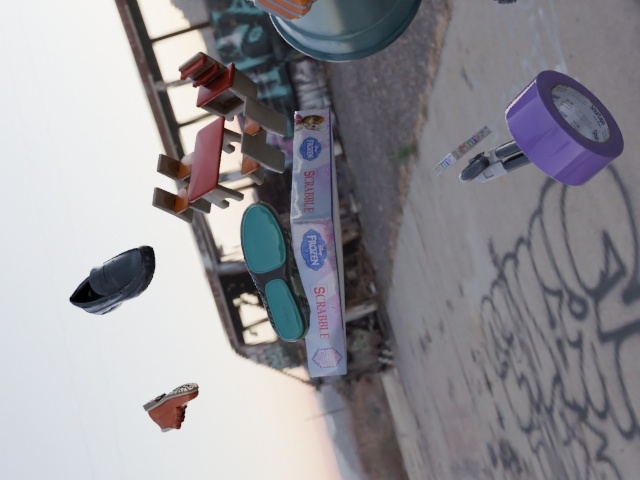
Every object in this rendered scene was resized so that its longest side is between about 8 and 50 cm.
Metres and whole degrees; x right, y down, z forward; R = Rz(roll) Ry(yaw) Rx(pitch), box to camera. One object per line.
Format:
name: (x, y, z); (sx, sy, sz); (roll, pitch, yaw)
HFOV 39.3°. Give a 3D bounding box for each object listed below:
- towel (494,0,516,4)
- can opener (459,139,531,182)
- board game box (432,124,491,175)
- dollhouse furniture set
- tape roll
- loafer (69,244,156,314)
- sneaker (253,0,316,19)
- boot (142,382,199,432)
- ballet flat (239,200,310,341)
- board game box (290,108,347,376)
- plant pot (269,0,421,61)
towel: (0.309, -0.610, 1.720); (0.284, 0.235, 0.121); (38, 142, -6)
can opener: (0.464, -0.199, 2.255); (0.076, 0.095, 0.283); (55, 148, -8)
board game box: (0.377, -0.239, 2.390); (0.026, 0.154, 0.103); (51, 152, 3)
dollhouse furniture set: (-0.196, -0.190, 1.595); (0.135, 0.262, 0.259); (26, -127, -37)
tape roll: (0.406, -0.187, 1.491); (0.080, 0.189, 0.189); (-46, 48, 39)
loafer: (-0.353, 0.070, 1.521); (0.078, 0.223, 0.076); (8, -120, -39)
sneaker: (-0.119, -0.470, 1.325); (0.321, 0.180, 0.124); (31, 159, -4)
boot: (-0.304, 0.358, 1.918); (0.059, 0.158, 0.084); (-27, -93, -56)
ballet flat: (-0.058, 0.039, 1.173); (0.070, 0.070, 0.188); (-107, 4, -85)
board game box: (0.000, 0.000, 1.478); (0.318, 0.066, 0.318); (-90, -5, -52)
plant pot: (0.016, -0.563, 1.725); (0.334, 0.341, 0.341); (36, -144, -76)
